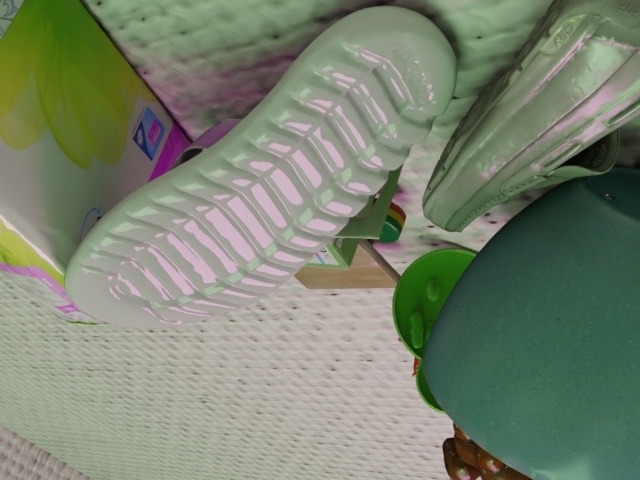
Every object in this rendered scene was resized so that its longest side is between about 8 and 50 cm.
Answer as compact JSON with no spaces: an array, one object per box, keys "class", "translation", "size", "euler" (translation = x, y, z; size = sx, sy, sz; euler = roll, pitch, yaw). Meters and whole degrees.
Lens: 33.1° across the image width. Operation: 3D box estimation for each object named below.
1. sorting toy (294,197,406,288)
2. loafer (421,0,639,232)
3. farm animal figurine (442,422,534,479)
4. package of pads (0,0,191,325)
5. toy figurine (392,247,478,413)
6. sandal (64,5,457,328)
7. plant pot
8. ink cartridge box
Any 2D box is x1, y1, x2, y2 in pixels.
[{"class":"sorting toy","translation":[0.000,0.000,1.174],"size":[0.274,0.046,0.132],"euler":[-3,144,40]},{"class":"loafer","translation":[0.172,-0.081,0.824],"size":[0.111,0.112,0.319],"euler":[32,152,-2]},{"class":"farm animal figurine","translation":[0.276,0.222,1.011],"size":[0.326,0.330,0.172],"euler":[26,117,36]},{"class":"package of pads","translation":[-0.251,-0.074,1.019],"size":[0.101,0.229,0.296],"euler":[3,148,32]},{"class":"toy figurine","translation":[0.132,0.109,1.182],"size":[0.130,0.173,0.159],"euler":[4,167,-3]},{"class":"sandal","translation":[-0.053,-0.056,0.938],"size":[0.416,0.102,0.169],"euler":[-35,129,23]},{"class":"plant pot","translation":[0.249,0.054,0.888],"size":[0.290,0.290,0.196],"euler":[17,116,8]},{"class":"ink cartridge box","translation":[-0.008,-0.035,1.045],"size":[0.209,0.109,0.062],"euler":[2,148,32]}]
